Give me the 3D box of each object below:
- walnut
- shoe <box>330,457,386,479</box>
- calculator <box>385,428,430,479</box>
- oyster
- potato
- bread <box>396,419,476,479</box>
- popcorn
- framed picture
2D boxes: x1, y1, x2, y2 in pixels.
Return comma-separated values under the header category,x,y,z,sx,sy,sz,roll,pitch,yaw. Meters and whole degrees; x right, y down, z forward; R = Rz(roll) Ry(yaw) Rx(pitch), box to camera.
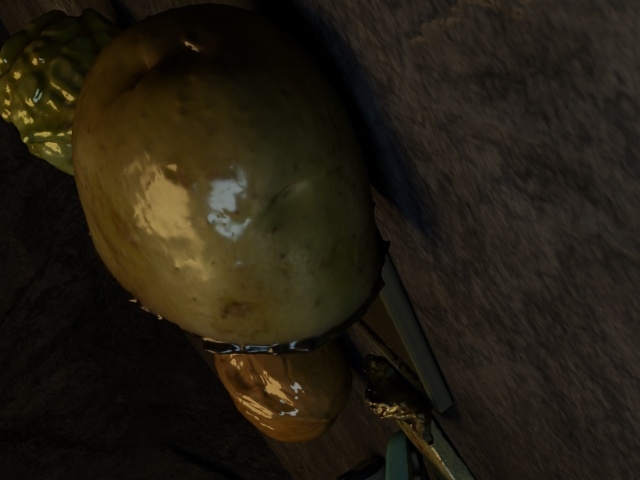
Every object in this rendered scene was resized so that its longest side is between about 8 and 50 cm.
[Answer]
category,x,y,z,sx,sy,sz,roll,pitch,yaw
walnut,-0.045,0.153,1.770,0.206,0.159,0.159,48,167,41
shoe,0.065,0.377,2.124,0.106,0.092,0.207,61,167,2
calculator,0.116,0.391,1.593,0.256,0.055,0.386,67,-162,-52
oyster,0.078,0.157,1.455,0.122,0.045,0.146,37,-170,28
potato,-0.076,-0.066,1.098,0.285,0.243,0.242,56,173,41
bread,0.113,0.208,1.560,0.153,0.028,0.068,55,168,-2
popcorn,-0.277,-0.161,1.766,0.256,0.195,0.255,40,-177,-25
framed picture,0.000,0.000,1.440,0.335,0.022,0.247,43,164,49
